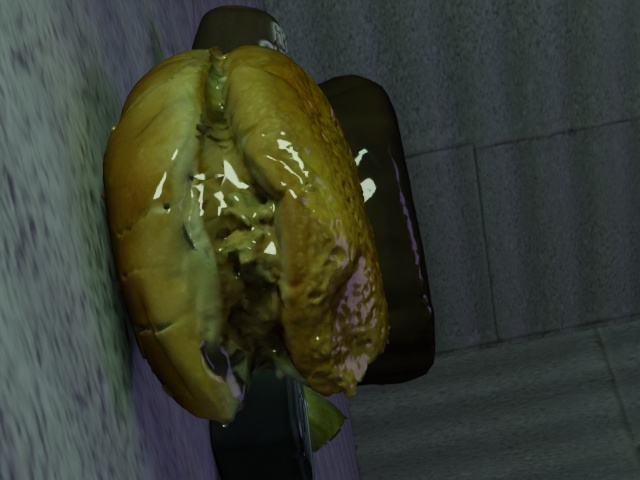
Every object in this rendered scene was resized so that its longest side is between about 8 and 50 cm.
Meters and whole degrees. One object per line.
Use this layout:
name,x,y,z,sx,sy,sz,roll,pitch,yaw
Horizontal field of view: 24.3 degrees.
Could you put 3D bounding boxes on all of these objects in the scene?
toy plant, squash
toy plant,-0.070,-0.084,1.177,0.143,0.105,0.200,47,44,-71
squash,-0.028,0.171,1.388,0.200,0.090,0.075,54,21,-70

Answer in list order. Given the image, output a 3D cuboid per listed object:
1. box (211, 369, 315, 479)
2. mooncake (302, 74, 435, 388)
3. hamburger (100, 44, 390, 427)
box,-0.045,0.138,1.134,0.122,0.069,0.084,-97,178,-54
mooncake,0.001,-0.001,1.500,0.324,0.187,0.324,-9,90,-90
hamburger,-0.053,-0.031,0.848,0.283,0.144,0.157,-100,168,-59
